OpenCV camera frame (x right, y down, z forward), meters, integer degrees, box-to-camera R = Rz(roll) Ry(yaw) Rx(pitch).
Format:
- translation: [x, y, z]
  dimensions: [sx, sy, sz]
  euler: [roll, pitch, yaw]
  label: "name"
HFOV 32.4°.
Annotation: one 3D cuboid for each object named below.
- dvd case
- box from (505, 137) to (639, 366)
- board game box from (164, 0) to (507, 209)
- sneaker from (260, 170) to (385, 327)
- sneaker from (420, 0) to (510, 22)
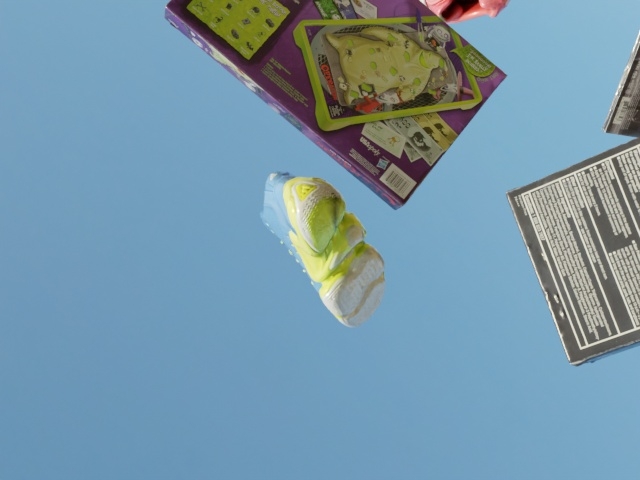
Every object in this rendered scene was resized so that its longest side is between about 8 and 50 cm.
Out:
- translation: [0.526, -0.213, 1.558]
  dimensions: [0.221, 0.164, 0.018]
  euler: [7, -150, -14]
  label: "dvd case"
- translation: [0.495, 0.009, 1.724]
  dimensions: [0.183, 0.294, 0.296]
  euler: [6, -117, -62]
  label: "box"
- translation: [0.019, -0.222, 1.263]
  dimensions: [0.347, 0.056, 0.208]
  euler: [40, -99, -3]
  label: "board game box"
- translation: [0.000, 0.000, 1.340]
  dimensions: [0.091, 0.240, 0.126]
  euler: [-38, -134, -18]
  label: "sneaker"
- translation: [0.194, -0.424, 1.815]
  dimensions: [0.116, 0.314, 0.136]
  euler: [38, -109, -40]
  label: "sneaker"
